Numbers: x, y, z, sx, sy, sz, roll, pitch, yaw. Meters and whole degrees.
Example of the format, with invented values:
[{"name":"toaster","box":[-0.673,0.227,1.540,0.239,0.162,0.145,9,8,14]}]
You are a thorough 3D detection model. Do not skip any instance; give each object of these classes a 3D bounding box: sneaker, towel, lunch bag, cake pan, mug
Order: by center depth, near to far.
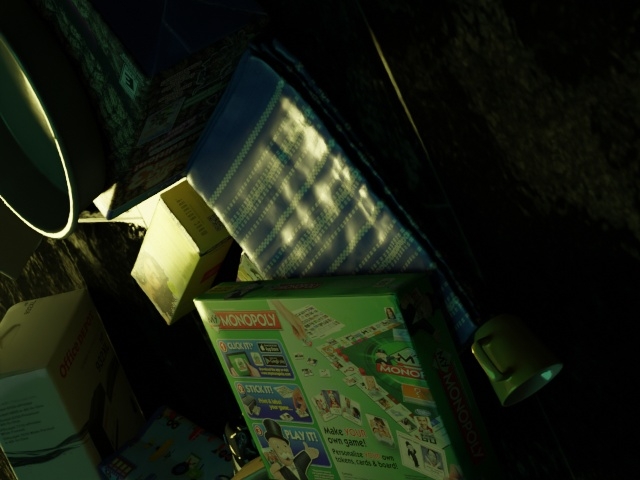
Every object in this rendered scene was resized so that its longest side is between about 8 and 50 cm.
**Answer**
[{"name":"mug","box":[0.161,0.094,1.207,0.064,0.062,0.078,57,177,21]},{"name":"towel","box":[0.000,0.000,1.350,0.336,0.040,0.243,53,143,12]},{"name":"cake pan","box":[-0.309,-0.140,1.440,0.293,0.054,0.293,41,150,30]},{"name":"sneaker","box":[-0.053,0.280,1.760,0.217,0.079,0.121,26,140,48]},{"name":"lunch bag","box":[-0.146,0.406,2.031,0.221,0.138,0.293,21,145,47]}]

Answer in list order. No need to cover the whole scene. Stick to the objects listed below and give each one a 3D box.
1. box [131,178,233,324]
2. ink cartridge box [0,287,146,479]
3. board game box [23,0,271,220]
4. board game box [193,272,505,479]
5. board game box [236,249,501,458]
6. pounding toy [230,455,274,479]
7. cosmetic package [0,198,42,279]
[{"name":"box","box":[-0.161,0.015,1.678,0.087,0.058,0.232,52,153,11]},{"name":"ink cartridge box","box":[-0.367,0.260,2.105,0.223,0.129,0.307,-77,-30,-61]},{"name":"board game box","box":[-0.199,-0.198,1.413,0.232,0.141,0.291,52,153,11]},{"name":"board game box","box":[0.019,0.139,1.366,0.317,0.046,0.214,-4,111,53]},{"name":"board game box","box":[0.035,0.145,1.501,0.347,0.056,0.208,48,148,19]},{"name":"pounding toy","box":[0.026,0.316,1.642,0.181,0.094,0.206,-31,92,21]},{"name":"cosmetic package","box":[-0.498,-0.056,1.992,0.107,0.127,0.238,23,170,47]}]
